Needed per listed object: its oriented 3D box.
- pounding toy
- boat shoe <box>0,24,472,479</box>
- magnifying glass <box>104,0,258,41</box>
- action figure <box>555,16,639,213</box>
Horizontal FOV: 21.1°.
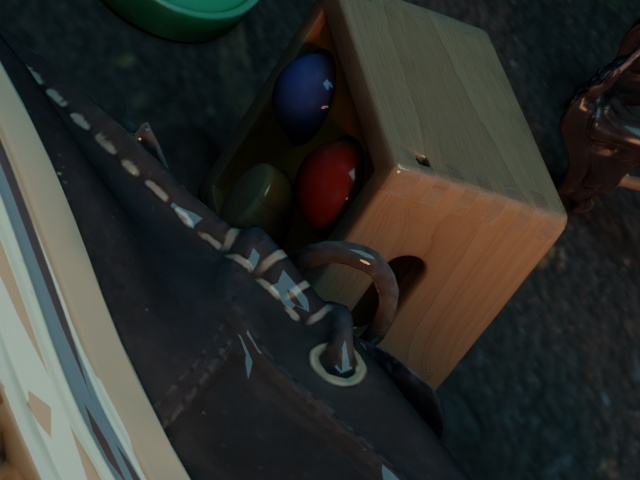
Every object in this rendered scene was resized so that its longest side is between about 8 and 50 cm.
[{"bbox_3d":[0.000,0.000,0.622,0.100,0.141,0.130,16,36,-27],"label":"pounding toy"},{"bbox_3d":[-0.058,0.076,0.465,0.500,0.187,0.156,49,26,20],"label":"boat shoe"},{"bbox_3d":[-0.069,-0.185,0.767,0.092,0.026,0.231,15,51,-28],"label":"magnifying glass"},{"bbox_3d":[0.237,0.003,0.778,0.275,0.141,0.164,42,42,1],"label":"action figure"}]
